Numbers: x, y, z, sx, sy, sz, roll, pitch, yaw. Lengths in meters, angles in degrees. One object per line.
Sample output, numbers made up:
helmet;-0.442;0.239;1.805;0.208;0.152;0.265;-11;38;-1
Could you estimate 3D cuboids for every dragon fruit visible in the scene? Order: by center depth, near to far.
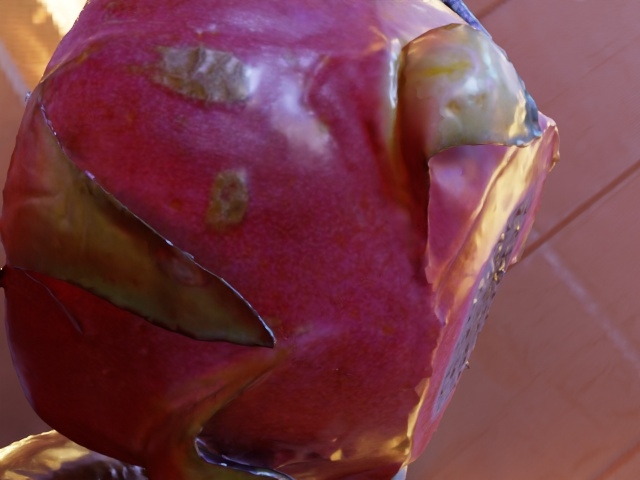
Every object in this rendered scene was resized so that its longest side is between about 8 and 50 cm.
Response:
dragon fruit;0.000;0.000;0.761;0.189;0.291;0.290;21;-77;20

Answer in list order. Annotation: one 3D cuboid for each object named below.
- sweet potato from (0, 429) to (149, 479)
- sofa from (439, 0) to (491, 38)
sweet potato;-0.145;0.146;0.821;0.109;0.385;0.109;1;-88;33
sofa;0.060;-0.110;1.080;0.060;0.118;0.039;48;-32;-21
